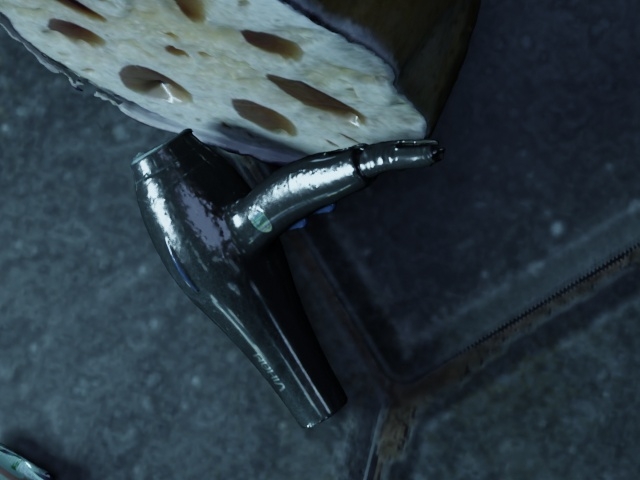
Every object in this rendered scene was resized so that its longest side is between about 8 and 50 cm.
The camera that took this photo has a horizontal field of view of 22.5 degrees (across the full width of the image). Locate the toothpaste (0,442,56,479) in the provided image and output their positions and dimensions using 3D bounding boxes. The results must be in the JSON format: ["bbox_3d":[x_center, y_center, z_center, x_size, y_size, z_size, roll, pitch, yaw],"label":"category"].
[{"bbox_3d":[-0.239,0.222,0.999,0.056,0.036,0.205,30,88,6],"label":"toothpaste"}]

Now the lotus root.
[{"bbox_3d":[-0.040,-0.167,0.892,0.272,0.272,0.192,22,80,5],"label":"lotus root"}]

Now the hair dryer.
[{"bbox_3d":[0.000,0.000,0.913,0.219,0.075,0.195,-27,98,46],"label":"hair dryer"}]
